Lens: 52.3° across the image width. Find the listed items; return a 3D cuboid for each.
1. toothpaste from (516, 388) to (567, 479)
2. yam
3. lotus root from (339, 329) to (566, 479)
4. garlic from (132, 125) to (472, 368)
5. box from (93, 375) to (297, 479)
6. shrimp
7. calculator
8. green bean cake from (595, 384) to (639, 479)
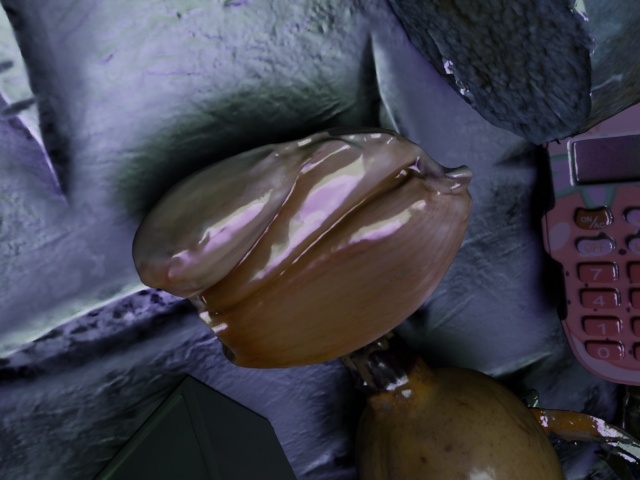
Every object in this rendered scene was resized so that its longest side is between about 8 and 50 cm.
[{"bbox_3d":[0.254,0.246,0.766,0.057,0.034,0.197,-29,120,4],"label":"toothpaste"},{"bbox_3d":[0.203,-0.200,0.440,0.271,0.202,0.201,-37,145,-4],"label":"yam"},{"bbox_3d":[0.117,0.202,0.604,0.183,0.183,0.310,-32,105,-6],"label":"lotus root"},{"bbox_3d":[0.000,0.000,0.497,0.228,0.110,0.217,-26,134,3],"label":"garlic"},{"bbox_3d":[-0.110,0.273,0.509,0.225,0.225,0.117,-48,123,5],"label":"box"},{"bbox_3d":[0.275,0.269,0.715,0.198,0.051,0.262,-9,124,30],"label":"shrimp"},{"bbox_3d":[0.308,-0.006,0.570,0.048,0.220,0.329,-36,120,-58],"label":"calculator"},{"bbox_3d":[0.438,0.211,0.731,0.285,0.202,0.309,5,112,-23],"label":"green bean cake"}]
